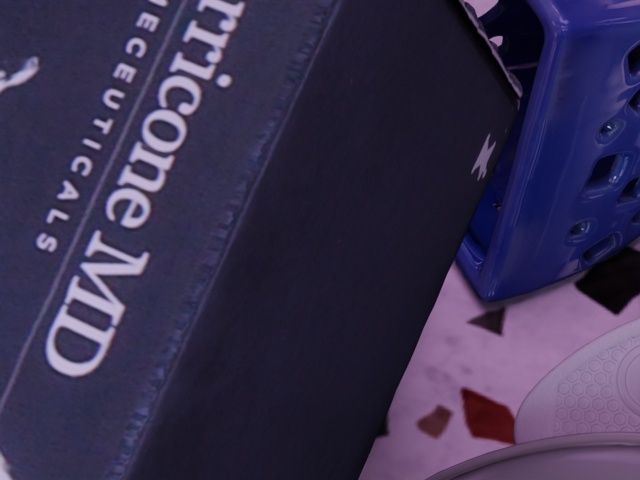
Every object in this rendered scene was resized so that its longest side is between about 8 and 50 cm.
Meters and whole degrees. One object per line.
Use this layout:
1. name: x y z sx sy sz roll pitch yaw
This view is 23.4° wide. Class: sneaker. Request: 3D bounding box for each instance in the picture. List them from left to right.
1. sneaker: 0.258 0.081 0.893 0.296 0.147 0.104 -20 76 5

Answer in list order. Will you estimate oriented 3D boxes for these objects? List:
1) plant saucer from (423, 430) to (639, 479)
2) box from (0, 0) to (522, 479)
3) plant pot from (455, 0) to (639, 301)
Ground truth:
1. plant saucer: 0.110 0.239 0.685 0.401 0.100 0.400 -12 48 14
2. box: -0.234 0.039 0.683 0.472 0.297 0.479 23 88 18
3. plant pot: 0.171 -0.132 1.018 0.212 0.236 0.236 -12 48 -18
